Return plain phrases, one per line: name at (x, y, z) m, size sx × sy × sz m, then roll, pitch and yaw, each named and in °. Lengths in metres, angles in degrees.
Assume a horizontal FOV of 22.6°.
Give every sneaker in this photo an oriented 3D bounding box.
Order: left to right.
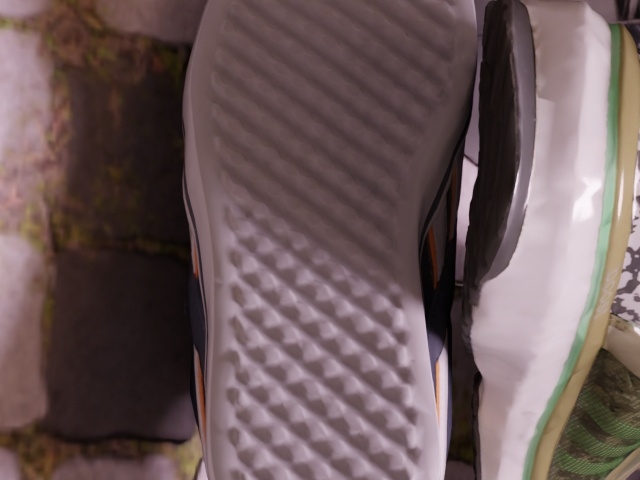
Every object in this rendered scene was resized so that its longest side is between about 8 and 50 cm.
sneaker at (0.000, 0.000, 0.691) m, size 0.127 × 0.126 × 0.321 m, roll 92°, pitch 3°, yaw -65°
sneaker at (0.163, 0.046, 0.730) m, size 0.410 × 0.182 × 0.158 m, roll 72°, pitch 24°, yaw -64°

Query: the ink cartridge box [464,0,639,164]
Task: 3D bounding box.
ink cartridge box at (0.240, -0.184, 0.748) m, size 0.166 × 0.395 × 0.285 m, roll 37°, pitch 63°, yaw -43°
